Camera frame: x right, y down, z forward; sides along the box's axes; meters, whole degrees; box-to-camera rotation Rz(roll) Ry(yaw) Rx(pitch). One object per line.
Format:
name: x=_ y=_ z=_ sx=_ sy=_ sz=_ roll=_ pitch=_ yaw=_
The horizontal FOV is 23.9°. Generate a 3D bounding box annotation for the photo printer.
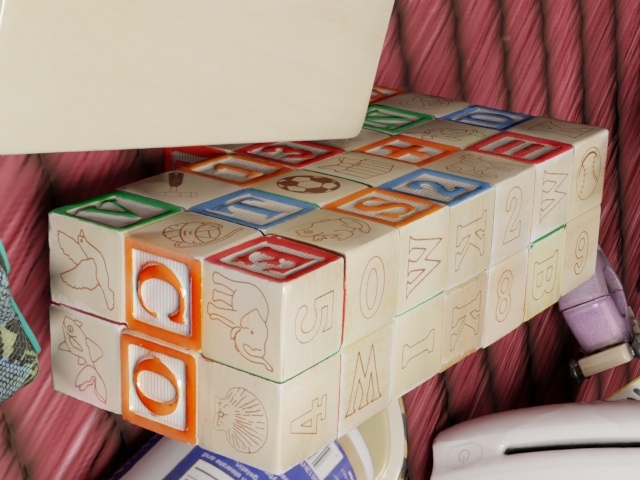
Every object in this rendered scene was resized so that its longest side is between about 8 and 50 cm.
photo printer: x=0.229 y=0.222 z=1.138 sx=0.307 sy=0.256 sz=0.107 roll=61 pitch=30 yaw=-50

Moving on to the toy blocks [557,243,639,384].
toy blocks: x=0.334 y=-0.067 z=1.272 sx=0.260 sy=0.309 sz=0.288 roll=69 pitch=21 yaw=4

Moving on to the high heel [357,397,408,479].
high heel: x=0.004 y=0.181 z=0.953 sx=0.186 sy=0.093 sz=0.261 roll=77 pitch=21 yaw=-73

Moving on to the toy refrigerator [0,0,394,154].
toy refrigerator: x=-0.077 y=-0.102 z=0.666 sx=0.269 sy=0.094 sz=0.102 roll=-9 pitch=117 yaw=-56

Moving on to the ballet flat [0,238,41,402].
ballet flat: x=-0.153 y=0.021 z=0.589 sx=0.070 sy=0.070 sz=0.188 roll=-58 pitch=159 yaw=-27

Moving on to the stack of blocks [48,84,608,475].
stack of blocks: x=0.000 y=0.000 z=0.752 sx=0.297 sy=0.171 sz=0.087 roll=-24 pitch=122 yaw=-51

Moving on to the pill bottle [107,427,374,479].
pill bottle: x=-0.065 y=0.156 z=0.769 sx=0.187 sy=0.112 sz=0.112 roll=-43 pitch=136 yaw=-41

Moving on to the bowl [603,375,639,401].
bowl: x=0.260 y=0.164 z=1.239 sx=0.170 sy=0.080 sz=0.170 roll=-33 pitch=166 yaw=-9
